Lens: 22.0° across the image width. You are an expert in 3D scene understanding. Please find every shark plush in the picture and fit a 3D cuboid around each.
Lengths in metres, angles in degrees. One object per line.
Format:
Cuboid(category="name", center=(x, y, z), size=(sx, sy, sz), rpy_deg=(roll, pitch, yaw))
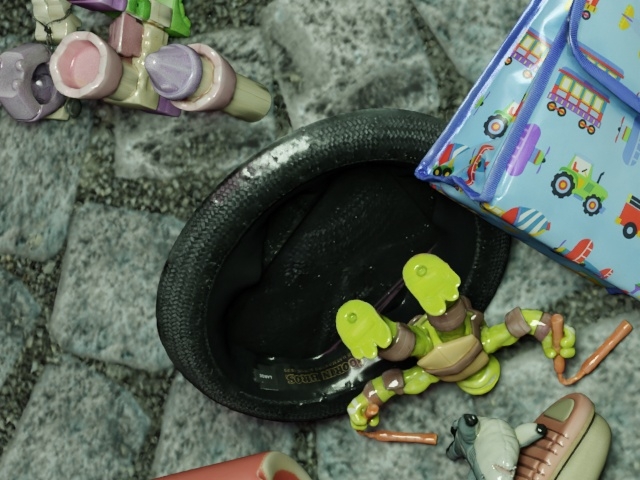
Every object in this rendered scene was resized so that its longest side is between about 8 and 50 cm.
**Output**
Cuboid(category="shark plush", center=(0.128, 0.185, 1.422), size=(0.161, 0.073, 0.067), rpy_deg=(173, 106, -66))

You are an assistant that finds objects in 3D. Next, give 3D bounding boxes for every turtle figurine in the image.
Cuboid(category="turtle figurine", center=(0.119, 0.083, 1.425), size=(0.270, 0.217, 0.087), rpy_deg=(-22, 59, 18))

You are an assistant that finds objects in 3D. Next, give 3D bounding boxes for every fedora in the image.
Cuboid(category="fedora", center=(0.000, 0.000, 1.489), size=(0.334, 0.334, 0.152), rpy_deg=(-48, 34, 14))

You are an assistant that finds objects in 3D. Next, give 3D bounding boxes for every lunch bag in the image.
Cuboid(category="lunch bag", center=(0.257, -0.119, 1.360), size=(0.293, 0.221, 0.138), rpy_deg=(-61, 22, 0))

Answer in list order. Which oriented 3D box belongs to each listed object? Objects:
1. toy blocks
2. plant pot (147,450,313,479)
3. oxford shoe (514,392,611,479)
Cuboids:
Cuboid(category="toy blocks", center=(-0.220, -0.268, 1.616), size=(0.309, 0.260, 0.288), rpy_deg=(5, 85, 29))
Cuboid(category="plant pot", center=(-0.108, 0.323, 1.478), size=(0.243, 0.275, 0.275), rpy_deg=(-27, 70, 13))
Cuboid(category="oxford shoe", center=(0.169, 0.325, 1.413), size=(0.147, 0.140, 0.397), rpy_deg=(26, 89, -5))
